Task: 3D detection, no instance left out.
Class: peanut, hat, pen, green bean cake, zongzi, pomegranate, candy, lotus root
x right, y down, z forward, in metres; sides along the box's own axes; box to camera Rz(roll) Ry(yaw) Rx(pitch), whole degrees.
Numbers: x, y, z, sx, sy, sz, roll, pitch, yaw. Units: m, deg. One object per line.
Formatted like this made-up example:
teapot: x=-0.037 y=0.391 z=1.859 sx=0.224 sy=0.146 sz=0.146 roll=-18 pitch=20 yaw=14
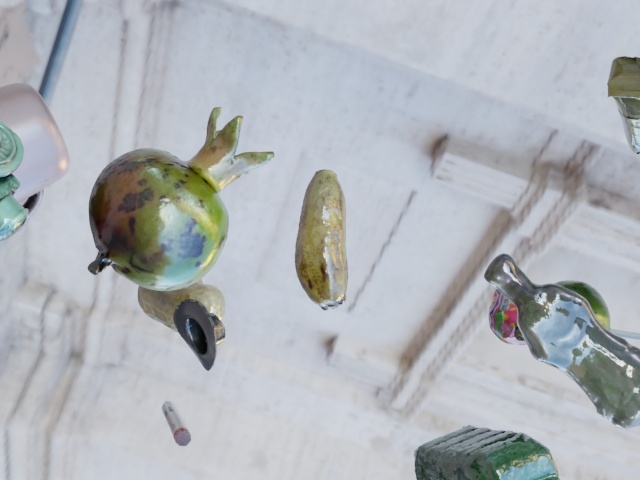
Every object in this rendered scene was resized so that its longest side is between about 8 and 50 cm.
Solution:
peanut: x=-0.252 y=0.108 z=1.846 sx=0.236 sy=0.120 sz=0.110 roll=8 pitch=-63 yaw=52
hat: x=-0.182 y=0.143 z=1.586 sx=0.050 sy=0.121 sz=0.121 roll=-23 pitch=150 yaw=-36
pen: x=-0.227 y=0.277 z=1.557 sx=0.218 sy=0.026 sz=0.026 roll=-161 pitch=-90 yaw=-74
green bean cake: x=0.316 y=0.506 z=1.835 sx=0.308 sy=0.169 sz=0.300 roll=-18 pitch=-92 yaw=67
zongzi: x=0.693 y=-0.267 z=1.911 sx=0.228 sy=0.256 sz=0.115 roll=50 pitch=40 yaw=-49
pomegranate: x=0.397 y=0.134 z=1.604 sx=0.169 sy=0.122 sz=0.143 roll=8 pitch=84 yaw=-50
pomegranate: x=-0.152 y=-0.047 z=1.066 sx=0.220 sy=0.156 sz=0.156 roll=-52 pitch=-175 yaw=4
candy: x=0.508 y=0.166 z=1.952 sx=0.124 sy=0.365 sz=0.124 roll=8 pitch=90 yaw=-71
lotus root: x=0.000 y=0.000 z=1.858 sx=0.110 sy=0.097 sz=0.259 roll=-16 pitch=-107 yaw=60

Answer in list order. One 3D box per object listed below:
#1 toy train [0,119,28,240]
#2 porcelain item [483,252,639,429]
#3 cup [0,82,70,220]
toy train: x=-0.470 y=-0.088 z=1.080 sx=0.150 sy=0.304 sz=0.221 roll=-43 pitch=-173 yaw=40
porcelain item: x=0.247 y=0.096 z=1.009 sx=0.081 sy=0.215 sz=0.069 roll=-50 pitch=-174 yaw=7
cup: x=-0.530 y=-0.124 z=1.662 sx=0.191 sy=0.200 sz=0.253 roll=43 pitch=-28 yaw=40
